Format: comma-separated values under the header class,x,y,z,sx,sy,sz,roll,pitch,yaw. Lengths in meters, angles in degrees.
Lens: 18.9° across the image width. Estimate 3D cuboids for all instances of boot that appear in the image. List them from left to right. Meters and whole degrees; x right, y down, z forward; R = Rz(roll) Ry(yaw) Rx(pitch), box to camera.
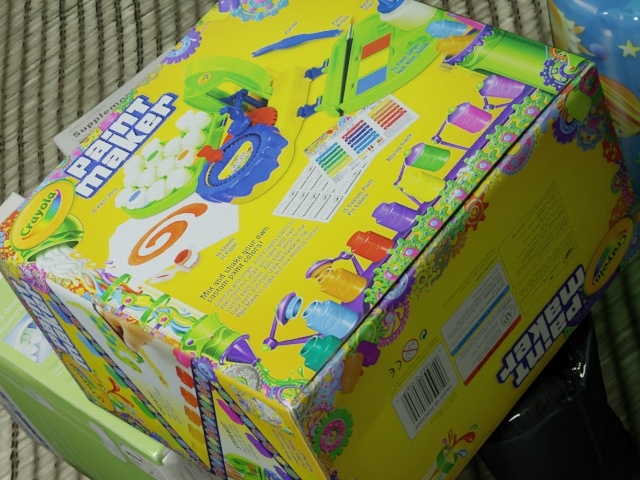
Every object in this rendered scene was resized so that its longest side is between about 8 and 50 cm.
class,x,y,z,sx,sy,sz,roll,pitch,yaw
boot,0.127,0.174,1.287,0.094,0.207,0.246,17,63,33

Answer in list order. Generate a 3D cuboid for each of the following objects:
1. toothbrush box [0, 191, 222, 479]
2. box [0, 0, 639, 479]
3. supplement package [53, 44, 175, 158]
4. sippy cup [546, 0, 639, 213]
class,x,y,z,sx,sy,sz,roll,pitch,yaw
toothbrush box,-0.141,0.113,1.453,0.283,0.206,0.122,25,67,37
box,0.000,0.000,1.225,0.279,0.177,0.290,26,64,38
supplement package,-0.087,-0.025,1.585,0.139,0.134,0.244,-38,49,-8
sippy cup,0.274,-0.160,1.472,0.305,0.224,0.240,-41,49,-9
